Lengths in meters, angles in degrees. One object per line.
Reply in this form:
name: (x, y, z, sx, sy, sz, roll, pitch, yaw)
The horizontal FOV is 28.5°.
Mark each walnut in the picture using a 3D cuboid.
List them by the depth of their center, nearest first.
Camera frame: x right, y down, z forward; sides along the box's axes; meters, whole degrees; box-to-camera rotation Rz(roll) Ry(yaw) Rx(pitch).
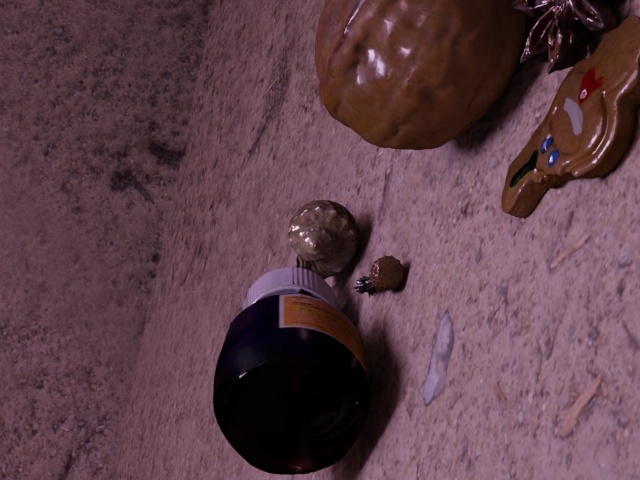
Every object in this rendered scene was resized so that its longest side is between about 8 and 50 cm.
walnut: (0.136, -0.290, 1.855, 0.344, 0.306, 0.306, -51, 26, 36)

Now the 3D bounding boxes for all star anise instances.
star anise: (0.330, -0.328, 1.649, 0.230, 0.081, 0.262, -60, 32, 30)

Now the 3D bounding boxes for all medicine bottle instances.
medicine bottle: (-0.044, 0.175, 1.989, 0.395, 0.243, 0.242, -91, 26, -65)

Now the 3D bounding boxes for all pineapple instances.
pineapple: (0.091, 0.058, 2.000, 0.124, 0.058, 0.058, 151, 135, -71)

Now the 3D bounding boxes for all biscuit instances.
biscuit: (0.316, -0.138, 1.565, 0.320, 0.047, 0.183, 131, 155, -52)

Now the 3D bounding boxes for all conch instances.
conch: (0.000, 0.000, 2.198, 0.155, 0.130, 0.207, -50, 2, 13)
